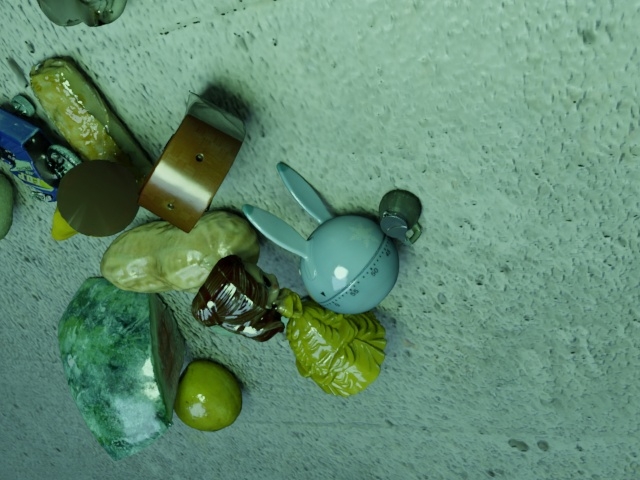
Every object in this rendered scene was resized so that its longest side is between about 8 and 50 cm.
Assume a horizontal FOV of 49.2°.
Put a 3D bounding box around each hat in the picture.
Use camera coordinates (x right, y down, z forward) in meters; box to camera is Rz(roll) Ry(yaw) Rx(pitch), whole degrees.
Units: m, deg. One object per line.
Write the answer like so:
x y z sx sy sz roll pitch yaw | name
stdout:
-0.657 -0.067 1.336 0.130 0.257 0.257 2 144 -26 | hat

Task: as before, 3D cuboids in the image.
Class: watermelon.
-0.394 0.251 1.493 0.228 0.387 0.258 -23 165 13 | watermelon

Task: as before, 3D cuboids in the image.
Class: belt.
-0.185 -0.114 1.015 0.105 0.261 0.184 29 105 -11 | belt

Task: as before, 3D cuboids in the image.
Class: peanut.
-0.253 0.030 1.247 0.325 0.153 0.140 -8 123 22 | peanut

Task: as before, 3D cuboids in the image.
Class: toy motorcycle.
-0.526 -0.155 1.224 0.315 0.113 0.169 27 150 12 | toy motorcycle

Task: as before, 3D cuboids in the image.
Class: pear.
-0.253 0.348 1.554 0.162 0.149 0.149 47 133 -12 | pear

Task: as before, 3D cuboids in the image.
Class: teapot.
0.125 -0.030 1.083 0.066 0.057 0.088 -21 120 38 | teapot

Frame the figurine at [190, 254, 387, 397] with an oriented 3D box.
-0.053 0.122 1.163 0.168 0.187 0.315 -34 129 26 | figurine

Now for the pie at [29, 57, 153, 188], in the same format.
-0.375 -0.173 1.170 0.129 0.068 0.282 -8 132 32 | pie

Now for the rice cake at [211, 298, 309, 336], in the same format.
-0.116 0.155 1.382 0.245 0.042 0.045 -14 137 33 | rice cake

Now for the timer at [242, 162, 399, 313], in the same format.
0.002 0.016 1.116 0.255 0.175 0.175 27 137 6 | timer

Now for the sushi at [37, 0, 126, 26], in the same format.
-0.285 -0.383 0.878 0.124 0.130 0.332 30 137 -5 | sushi

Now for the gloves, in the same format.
-0.370 -0.052 1.159 0.133 0.116 0.294 9 173 -19 | gloves
